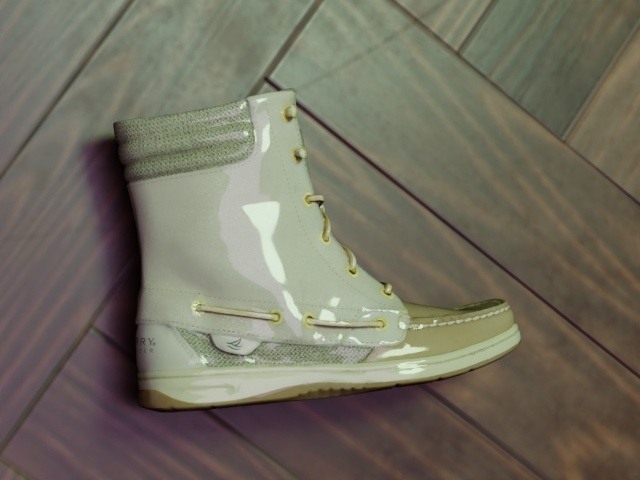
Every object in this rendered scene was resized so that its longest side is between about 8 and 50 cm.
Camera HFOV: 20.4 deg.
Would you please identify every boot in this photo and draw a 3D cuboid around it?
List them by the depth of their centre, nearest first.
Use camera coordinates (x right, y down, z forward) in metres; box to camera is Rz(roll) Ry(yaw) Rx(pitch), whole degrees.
[{"bbox_3d":[0.000,0.000,0.945,0.213,0.077,0.165,-6,87,-17],"label":"boot"}]
